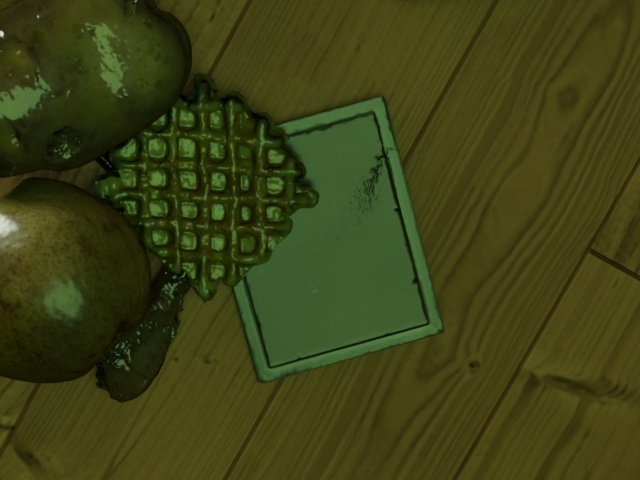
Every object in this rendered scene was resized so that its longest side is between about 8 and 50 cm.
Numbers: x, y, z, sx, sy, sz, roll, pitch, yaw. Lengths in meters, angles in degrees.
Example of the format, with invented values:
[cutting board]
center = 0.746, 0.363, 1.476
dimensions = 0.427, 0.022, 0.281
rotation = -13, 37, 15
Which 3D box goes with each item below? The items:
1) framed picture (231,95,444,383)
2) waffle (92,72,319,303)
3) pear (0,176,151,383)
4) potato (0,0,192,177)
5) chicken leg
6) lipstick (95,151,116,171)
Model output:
[framed picture]
center = 0.000, 0.000, 1.959
dimensions = 0.232, 0.019, 0.296
rotation = -15, 102, -2
[waffle]
center = -0.127, -0.067, 1.894
dimensions = 0.204, 0.054, 0.223
rotation = -45, 97, 3
[pear]
center = -0.296, 0.054, 1.828
dimensions = 0.211, 0.188, 0.228
rotation = 38, 104, 19
[potato]
center = -0.281, -0.175, 1.808
dimensions = 0.296, 0.141, 0.191
rotation = -33, 102, -21
[chicken leg]
center = -0.195, 0.092, 1.927
dimensions = 0.085, 0.069, 0.198
rotation = 33, 87, -14
[lipstick]
center = -0.293, -0.142, 1.889
dimensions = 0.176, 0.027, 0.027
rotation = 43, 92, -14
